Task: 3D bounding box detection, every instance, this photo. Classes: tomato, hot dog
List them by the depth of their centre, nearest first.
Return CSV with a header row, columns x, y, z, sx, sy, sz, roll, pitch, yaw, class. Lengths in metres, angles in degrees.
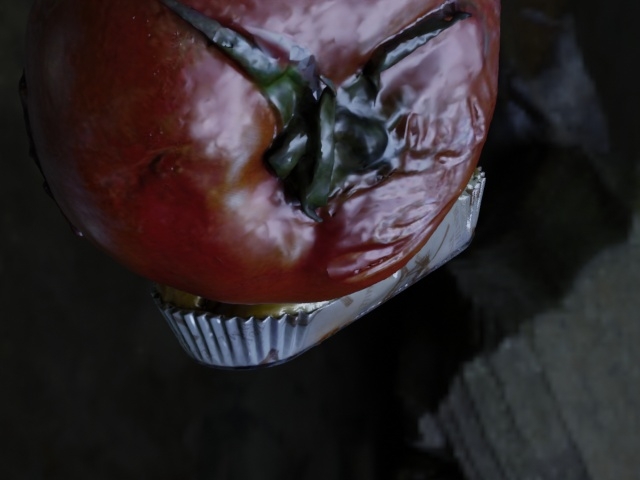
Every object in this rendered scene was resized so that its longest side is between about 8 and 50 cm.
x,y,z,sx,sy,sz,roll,pitch,yaw,class
-0.006,-0.066,0.691,0.228,0.101,0.228,-16,122,-27,tomato
0.000,0.000,1.082,0.268,0.144,0.075,-36,131,-42,hot dog
